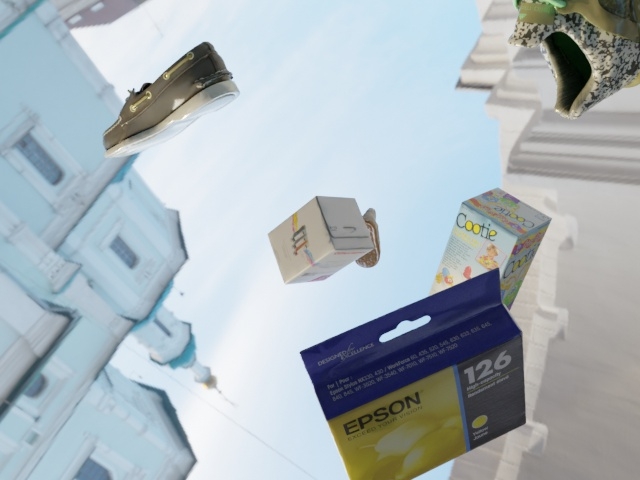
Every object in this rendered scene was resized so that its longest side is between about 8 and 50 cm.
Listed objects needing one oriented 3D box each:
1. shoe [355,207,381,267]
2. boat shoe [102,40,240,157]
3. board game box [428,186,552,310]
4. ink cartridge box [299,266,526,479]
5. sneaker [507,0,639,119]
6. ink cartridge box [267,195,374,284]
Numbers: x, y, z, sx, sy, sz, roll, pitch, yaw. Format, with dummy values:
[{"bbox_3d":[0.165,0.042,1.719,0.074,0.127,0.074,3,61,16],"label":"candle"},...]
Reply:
[{"bbox_3d":[0.130,-0.002,1.721,0.076,0.219,0.058,10,-126,9],"label":"shoe"},{"bbox_3d":[-0.260,-0.218,1.032,0.304,0.091,0.109,-20,-174,36],"label":"boat shoe"},{"bbox_3d":[0.355,0.050,1.363,0.142,0.275,0.144,-21,-133,-40],"label":"board game box"},{"bbox_3d":[0.152,0.222,0.924,0.303,0.307,0.072,-23,-140,-6],"label":"ink cartridge box"},{"bbox_3d":[0.295,-0.318,0.767,0.182,0.410,0.158,-43,-153,-10],"label":"sneaker"},{"bbox_3d":[0.000,0.000,1.359,0.176,0.128,0.127,-34,-113,39],"label":"ink cartridge box"}]
